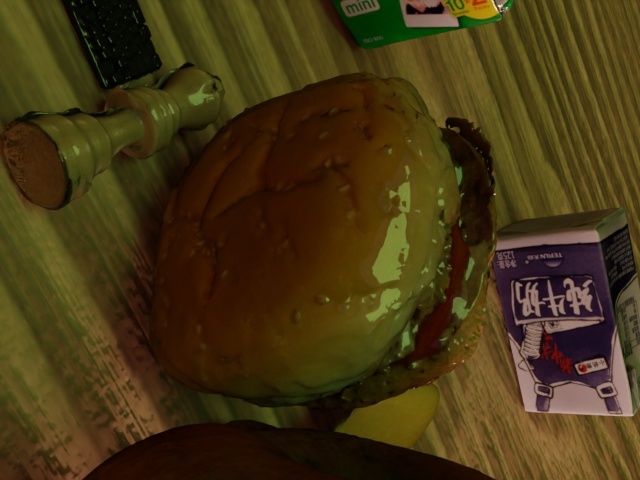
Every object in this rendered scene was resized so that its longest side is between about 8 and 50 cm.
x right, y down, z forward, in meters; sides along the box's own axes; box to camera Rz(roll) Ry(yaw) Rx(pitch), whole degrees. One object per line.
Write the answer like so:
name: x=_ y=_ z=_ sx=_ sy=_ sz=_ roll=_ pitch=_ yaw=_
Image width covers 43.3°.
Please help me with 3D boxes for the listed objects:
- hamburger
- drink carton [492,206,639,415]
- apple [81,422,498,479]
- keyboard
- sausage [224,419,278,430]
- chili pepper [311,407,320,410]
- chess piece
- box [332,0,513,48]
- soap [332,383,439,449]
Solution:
hamburger: x=0.000 y=0.000 z=0.545 sx=0.163 sy=0.244 sz=0.245 roll=26 pitch=65 yaw=-40
drink carton: x=0.295 y=0.085 z=0.938 sx=0.101 sy=0.134 sz=0.223 roll=-24 pitch=102 yaw=-51
apple: x=0.005 y=0.257 z=0.382 sx=0.338 sy=0.338 sz=0.305 roll=17 pitch=82 yaw=-46
keyboard: x=-0.164 y=-0.201 z=0.544 sx=0.060 sy=0.018 sz=0.196 roll=-40 pitch=114 yaw=-47
sausage: x=0.016 y=0.234 z=0.630 sx=0.302 sy=0.076 sz=0.103 roll=47 pitch=37 yaw=-28
chili pepper: x=0.082 y=0.081 z=0.758 sx=0.268 sy=0.050 sz=0.059 roll=-38 pitch=128 yaw=-44
chess piece: x=-0.126 y=-0.080 z=0.542 sx=0.172 sy=0.060 sz=0.060 roll=-39 pitch=113 yaw=-47
box: x=0.126 y=-0.293 z=0.771 sx=0.103 sy=0.180 sz=0.250 roll=60 pitch=44 yaw=-29
soap: x=0.054 y=0.151 z=0.695 sx=0.089 sy=0.033 sz=0.168 roll=-58 pitch=145 yaw=-1
